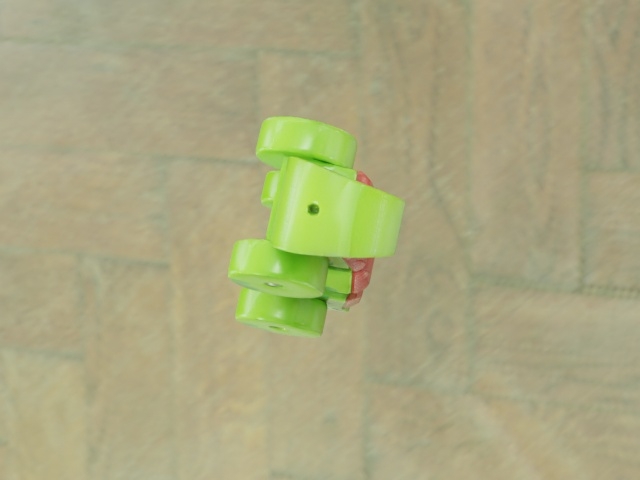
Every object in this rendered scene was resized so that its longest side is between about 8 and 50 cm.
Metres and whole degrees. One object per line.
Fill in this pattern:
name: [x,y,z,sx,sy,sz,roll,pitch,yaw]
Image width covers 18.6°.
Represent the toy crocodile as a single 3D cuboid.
toy crocodile: [0.000,0.000,1.363,0.105,0.340,0.115,12,78,2]
